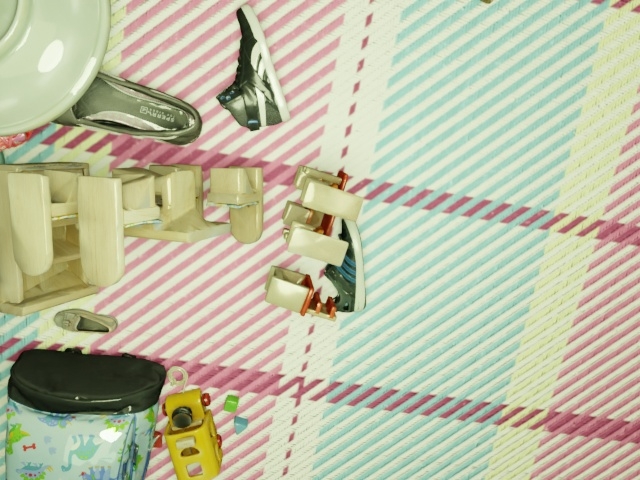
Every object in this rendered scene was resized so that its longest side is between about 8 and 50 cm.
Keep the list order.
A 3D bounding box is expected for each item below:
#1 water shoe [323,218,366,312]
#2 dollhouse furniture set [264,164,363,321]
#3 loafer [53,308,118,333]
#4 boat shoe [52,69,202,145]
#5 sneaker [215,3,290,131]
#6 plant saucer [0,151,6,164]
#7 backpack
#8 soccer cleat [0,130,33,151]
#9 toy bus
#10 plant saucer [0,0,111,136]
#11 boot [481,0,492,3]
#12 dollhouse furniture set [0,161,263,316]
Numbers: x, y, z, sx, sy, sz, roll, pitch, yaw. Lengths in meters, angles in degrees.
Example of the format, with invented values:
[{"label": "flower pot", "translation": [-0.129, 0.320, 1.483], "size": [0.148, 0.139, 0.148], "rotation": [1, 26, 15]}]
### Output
[{"label": "water shoe", "translation": [0.044, 0.050, 1.118], "size": [0.080, 0.073, 0.203], "rotation": [-6, 102, 0]}, {"label": "dollhouse furniture set", "translation": [0.000, 0.000, 1.010], "size": [0.135, 0.262, 0.259], "rotation": [17, 100, -10]}, {"label": "loafer", "translation": [-0.471, 0.164, 1.121], "size": [0.125, 0.039, 0.045], "rotation": [7, 102, -6]}, {"label": "boat shoe", "translation": [-0.372, -0.245, 0.985], "size": [0.335, 0.095, 0.112], "rotation": [11, 88, -18]}, {"label": "sneaker", "translation": [-0.144, -0.306, 1.026], "size": [0.121, 0.079, 0.217], "rotation": [-20, 104, -1]}, {"label": "plant saucer", "translation": [-0.645, -0.148, 1.053], "size": [0.119, 0.021, 0.119], "rotation": [-1, 102, -5]}, {"label": "backpack", "translation": [-0.467, 0.422, 1.087], "size": [0.290, 0.273, 0.355], "rotation": [10, 112, -8]}, {"label": "soccer cleat", "translation": [-0.584, -0.187, 0.999], "size": [0.248, 0.083, 0.095], "rotation": [-43, 94, -12]}, {"label": "toy bus", "translation": [-0.267, 0.394, 1.151], "size": [0.202, 0.104, 0.191], "rotation": [31, 98, -10]}, {"label": "plant saucer", "translation": [-0.542, -0.369, 0.881], "size": [0.400, 0.100, 0.400], "rotation": [0, 92, 1]}, {"label": "boot", "translation": [0.310, -0.549, 1.014], "size": [0.152, 0.073, 0.197], "rotation": [-33, 105, -1]}, {"label": "dollhouse furniture set", "translation": [-0.347, 0.004, 0.948], "size": [0.394, 0.362, 0.256], "rotation": [6, 102, 23]}]
